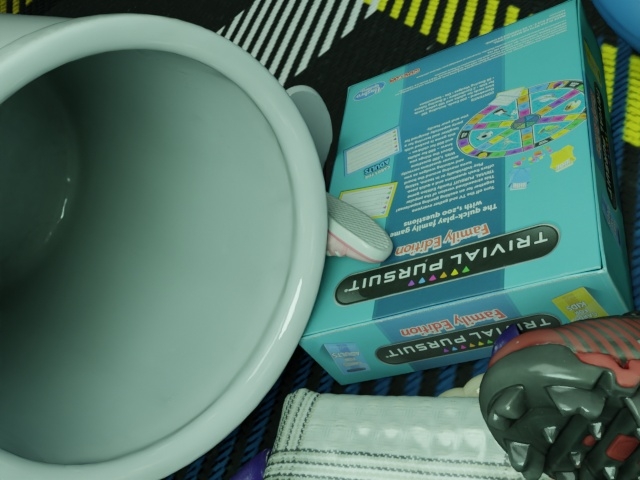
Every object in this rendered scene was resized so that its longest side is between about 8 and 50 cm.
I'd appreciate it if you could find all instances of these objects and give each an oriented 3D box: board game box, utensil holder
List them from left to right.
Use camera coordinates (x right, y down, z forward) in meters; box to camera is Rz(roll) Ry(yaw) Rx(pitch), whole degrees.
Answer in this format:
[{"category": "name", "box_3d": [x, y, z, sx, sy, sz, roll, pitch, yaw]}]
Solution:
[{"category": "utensil holder", "box_3d": [-0.242, -0.027, 0.658, 0.386, 0.327, 0.327, 20, 66, 43]}, {"category": "board game box", "box_3d": [0.130, -0.050, 0.727, 0.254, 0.079, 0.336, -16, 43, 29]}]

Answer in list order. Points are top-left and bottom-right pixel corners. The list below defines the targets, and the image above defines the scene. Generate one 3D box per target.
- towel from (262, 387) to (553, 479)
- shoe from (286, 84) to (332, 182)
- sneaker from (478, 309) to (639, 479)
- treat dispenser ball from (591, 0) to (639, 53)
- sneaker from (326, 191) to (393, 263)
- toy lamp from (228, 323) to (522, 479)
[{"category": "towel", "box_3d": [0.094, 0.226, 0.427, 0.324, 0.056, 0.312, 2, 51, 18]}, {"category": "shoe", "box_3d": [-0.025, -0.087, 0.830, 0.064, 0.177, 0.081, -7, 35, -8]}, {"category": "sneaker", "box_3d": [0.203, 0.066, 0.420, 0.276, 0.097, 0.135, 6, 48, -14]}, {"category": "treat dispenser ball", "box_3d": [0.336, -0.260, 0.602, 0.288, 0.288, 0.288, -23, 40, 21]}, {"category": "sneaker", "box_3d": [0.000, 0.000, 0.689, 0.134, 0.051, 0.070, 34, 115, 31]}, {"category": "toy lamp", "box_3d": [0.039, 0.157, 0.596, 0.275, 0.080, 0.080, -29, 38, 12]}]
